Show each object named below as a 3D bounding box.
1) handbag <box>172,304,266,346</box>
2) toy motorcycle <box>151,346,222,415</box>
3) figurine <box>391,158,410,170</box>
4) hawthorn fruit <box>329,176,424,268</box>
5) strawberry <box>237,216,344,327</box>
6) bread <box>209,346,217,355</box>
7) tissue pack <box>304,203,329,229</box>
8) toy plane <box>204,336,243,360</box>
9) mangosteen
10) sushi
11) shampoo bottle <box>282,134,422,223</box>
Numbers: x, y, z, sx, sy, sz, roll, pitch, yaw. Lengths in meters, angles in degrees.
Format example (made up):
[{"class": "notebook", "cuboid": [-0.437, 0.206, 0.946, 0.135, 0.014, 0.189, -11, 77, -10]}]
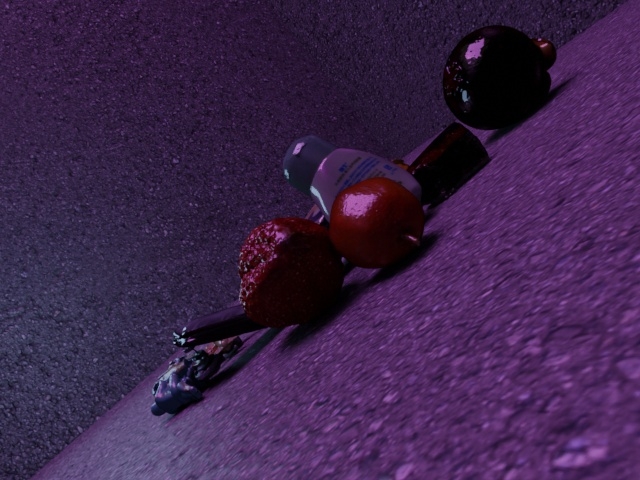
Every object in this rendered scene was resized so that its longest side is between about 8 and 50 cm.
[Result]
[{"class": "handbag", "cuboid": [-0.211, 0.205, 1.451, 0.332, 0.074, 0.192, -16, -2, -25]}, {"class": "toy motorcycle", "cuboid": [-0.366, 0.367, 1.472, 0.297, 0.109, 0.198, -24, 26, 49]}, {"class": "figurine", "cuboid": [0.263, -0.210, 2.156, 0.246, 0.131, 0.156, -52, 16, 34]}, {"class": "hawthorn fruit", "cuboid": [0.124, -0.024, 1.102, 0.197, 0.196, 0.225, -40, 28, -13]}, {"class": "strawberry", "cuboid": [-0.059, 0.057, 1.208, 0.239, 0.250, 0.288, -4, -28, -10]}, {"class": "bread", "cuboid": [-0.390, 0.396, 1.943, 0.110, 0.024, 0.110, -40, 4, 4]}, {"class": "tissue pack", "cuboid": [0.000, 0.000, 1.547, 0.343, 0.125, 0.242, -59, 11, -18]}, {"class": "toy plane", "cuboid": [-0.295, 0.301, 1.683, 0.229, 0.092, 0.244, -42, 5, -14]}, {"class": "mangosteen", "cuboid": [0.536, -0.482, 1.673, 0.347, 0.306, 0.307, -8, -8, -21]}, {"class": "sushi", "cuboid": [0.321, -0.191, 1.435, 0.225, 0.126, 0.136, -46, 8, -15]}, {"class": "shampoo bottle", "cuboid": [0.061, -0.137, 1.381, 0.221, 0.350, 0.151, -51, -20, -17]}]
